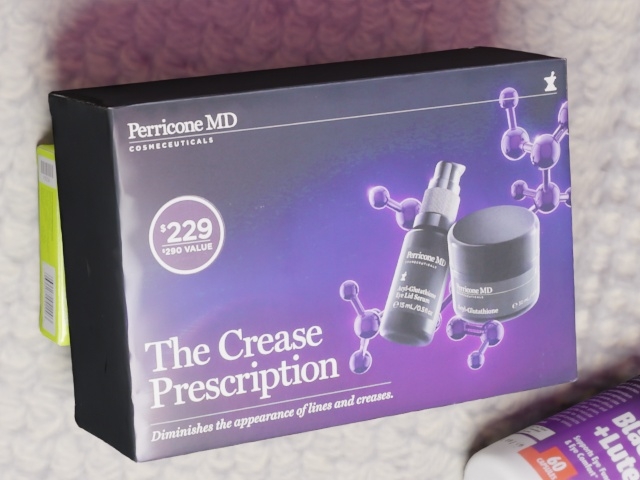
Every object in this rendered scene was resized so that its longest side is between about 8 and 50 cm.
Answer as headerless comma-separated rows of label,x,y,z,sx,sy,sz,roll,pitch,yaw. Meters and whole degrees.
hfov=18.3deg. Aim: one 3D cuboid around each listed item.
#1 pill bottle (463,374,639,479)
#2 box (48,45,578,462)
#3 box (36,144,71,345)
pill bottle,0.195,0.142,1.221,0.193,0.108,0.108,-23,108,-21
box,0.000,0.000,1.060,0.261,0.103,0.184,-9,100,-25
box,-0.066,-0.002,1.107,0.178,0.042,0.109,-4,101,-24
